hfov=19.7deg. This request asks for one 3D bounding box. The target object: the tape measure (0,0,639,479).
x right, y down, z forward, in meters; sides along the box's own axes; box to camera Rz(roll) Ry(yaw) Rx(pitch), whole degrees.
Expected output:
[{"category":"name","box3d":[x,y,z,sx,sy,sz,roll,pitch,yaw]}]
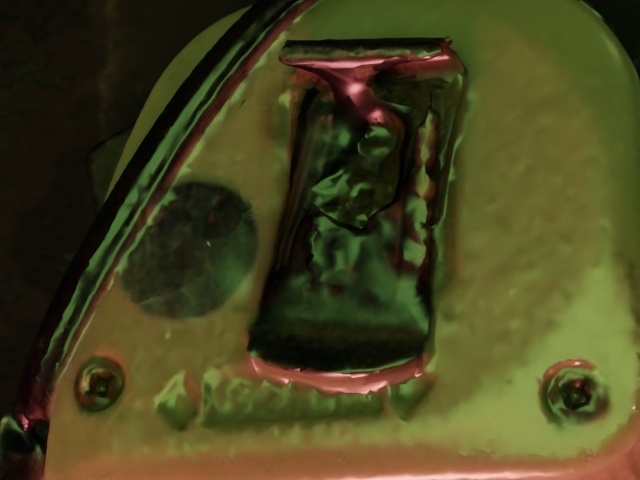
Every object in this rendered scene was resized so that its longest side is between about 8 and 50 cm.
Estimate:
[{"category":"tape measure","box3d":[0.000,0.000,0.722,0.271,0.133,0.231,-8,67,18]}]
